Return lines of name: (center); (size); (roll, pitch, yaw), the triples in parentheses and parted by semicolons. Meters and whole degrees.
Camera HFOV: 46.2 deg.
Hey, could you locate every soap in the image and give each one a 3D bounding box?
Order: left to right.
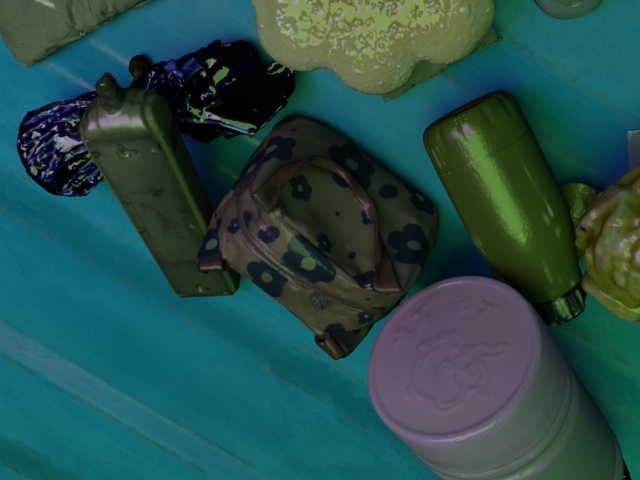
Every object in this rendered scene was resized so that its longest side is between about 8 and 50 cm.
soap: (0.276, 0.003, 0.895); (0.089, 0.033, 0.168); (36, 120, -6)

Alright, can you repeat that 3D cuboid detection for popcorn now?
popcorn: (0.356, -0.006, 0.765); (0.167, 0.187, 0.185); (11, 151, 38)

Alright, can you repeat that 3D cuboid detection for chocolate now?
chocolate: (-0.194, -0.160, 0.888); (0.343, 0.126, 0.148); (-17, 71, 18)

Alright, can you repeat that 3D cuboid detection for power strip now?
power strip: (-0.182, -0.049, 0.880); (0.092, 0.066, 0.387); (-5, 145, 7)

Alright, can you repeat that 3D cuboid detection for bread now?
bread: (0.045, -0.293, 0.737); (0.316, 0.054, 0.316); (3, 115, 5)

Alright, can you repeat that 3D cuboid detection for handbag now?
handbag: (0.000, 0.000, 0.873); (0.251, 0.193, 0.190); (35, 124, -4)

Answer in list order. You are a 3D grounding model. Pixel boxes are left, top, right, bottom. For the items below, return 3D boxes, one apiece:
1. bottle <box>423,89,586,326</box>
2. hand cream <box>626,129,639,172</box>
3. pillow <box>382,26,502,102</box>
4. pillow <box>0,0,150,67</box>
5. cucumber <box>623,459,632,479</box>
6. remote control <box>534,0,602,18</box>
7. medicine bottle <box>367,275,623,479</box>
bottle: (0.215, -0.030, 0.829); (0.112, 0.112, 0.260); (-25, 99, 24)
hand cream: (0.500, -0.080, 0.796); (0.321, 0.067, 0.109); (-1, 118, 23)
pillow: (0.071, -0.272, 0.797); (0.148, 0.050, 0.229); (-27, 110, 29)
pillow: (-0.310, -0.361, 0.831); (0.281, 0.076, 0.274); (-17, 113, 22)
cucumber: (0.310, 0.299, 1.010); (0.193, 0.115, 0.085); (-19, 80, 20)
remote control: (0.230, -0.342, 0.722); (0.097, 0.045, 0.256); (-10, 112, 18)
medicine bottle: (0.209, 0.204, 0.865); (0.202, 0.202, 0.316); (-21, 133, 23)
